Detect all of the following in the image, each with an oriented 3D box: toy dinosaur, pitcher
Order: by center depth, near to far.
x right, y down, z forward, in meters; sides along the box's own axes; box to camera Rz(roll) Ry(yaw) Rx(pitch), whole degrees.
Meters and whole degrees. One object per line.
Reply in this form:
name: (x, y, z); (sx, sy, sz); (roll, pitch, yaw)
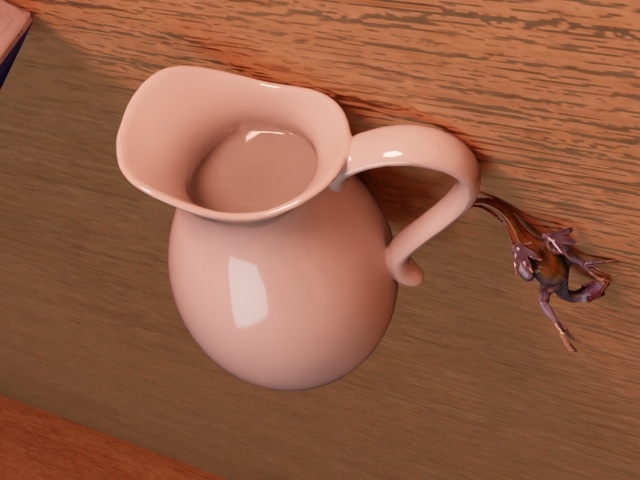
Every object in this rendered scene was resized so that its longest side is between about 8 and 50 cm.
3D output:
pitcher: (0.000, 0.000, 0.843); (0.177, 0.126, 0.207); (5, 150, 12)
toy dinosaur: (0.126, 0.011, 0.847); (0.090, 0.047, 0.082); (55, -176, 16)

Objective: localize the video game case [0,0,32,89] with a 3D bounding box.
video game case: (-0.291, -0.089, 0.744); (0.244, 0.061, 0.269); (27, -150, -8)
